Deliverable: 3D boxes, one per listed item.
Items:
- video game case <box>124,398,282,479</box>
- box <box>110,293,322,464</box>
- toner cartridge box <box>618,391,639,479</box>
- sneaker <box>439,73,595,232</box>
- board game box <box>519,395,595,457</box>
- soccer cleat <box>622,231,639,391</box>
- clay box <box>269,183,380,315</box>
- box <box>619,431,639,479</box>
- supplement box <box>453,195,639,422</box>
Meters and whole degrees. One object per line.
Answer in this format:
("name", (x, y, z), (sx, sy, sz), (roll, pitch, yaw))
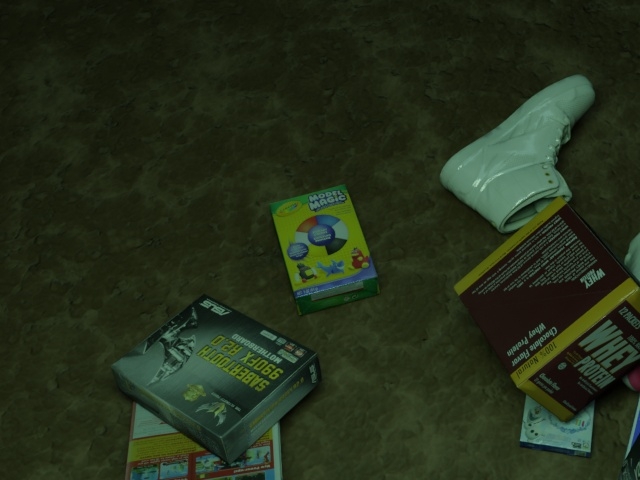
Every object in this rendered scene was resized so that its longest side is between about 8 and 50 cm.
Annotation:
("video game case", (-0.153, 0.275, 1.286), (0.204, 0.025, 0.285), (-9, 37, 2))
("box", (-0.143, 0.181, 1.338), (0.231, 0.056, 0.183), (24, 48, 37))
("toner cartridge box", (0.369, 0.325, 1.121), (0.075, 0.165, 0.348), (14, 55, 19))
("sneaker", (0.351, -0.125, 1.525), (0.292, 0.108, 0.169), (-37, 57, -8))
("board game box", (0.313, 0.236, 1.291), (0.090, 0.020, 0.090), (7, 54, 14))
("soccer cleat", (0.474, 0.065, 1.361), (0.143, 0.116, 0.331), (6, 56, 54))
("clay box", (0.000, 0.000, 1.504), (0.127, 0.053, 0.222), (-15, 52, -4))
("box", (0.467, 0.224, 0.937), (0.307, 0.242, 0.076), (6, 55, 7))
("supplement box", (0.314, 0.088, 1.272), (0.191, 0.129, 0.194), (-43, 41, 13))
